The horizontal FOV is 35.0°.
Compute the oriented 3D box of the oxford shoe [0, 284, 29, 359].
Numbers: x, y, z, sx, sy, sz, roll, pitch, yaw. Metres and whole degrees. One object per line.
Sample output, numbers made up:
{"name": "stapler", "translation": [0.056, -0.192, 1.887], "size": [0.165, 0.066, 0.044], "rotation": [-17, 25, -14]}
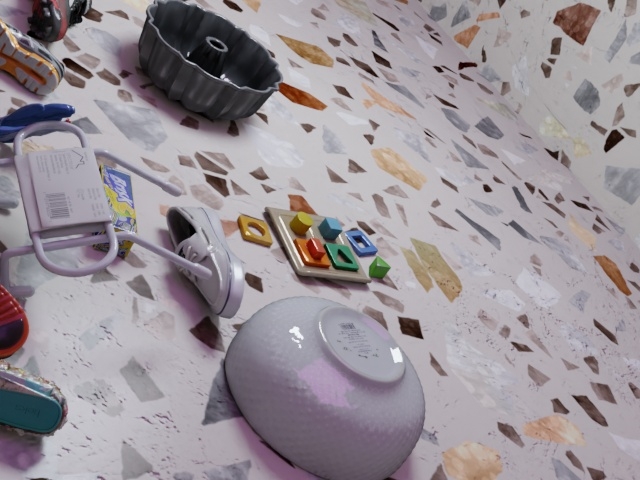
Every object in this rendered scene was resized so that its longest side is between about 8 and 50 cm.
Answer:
{"name": "oxford shoe", "translation": [-0.479, 0.042, 1.294], "size": [0.097, 0.098, 0.271], "rotation": [-33, 89, -31]}

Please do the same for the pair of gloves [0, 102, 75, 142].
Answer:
{"name": "pair of gloves", "translation": [-0.472, -0.187, 1.613], "size": [0.159, 0.198, 0.023], "rotation": [-12, 86, -16]}

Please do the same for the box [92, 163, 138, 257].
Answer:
{"name": "box", "translation": [-0.343, -0.051, 1.674], "size": [0.059, 0.054, 0.169], "rotation": [19, 32, -29]}

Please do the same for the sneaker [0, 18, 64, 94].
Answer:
{"name": "sneaker", "translation": [-0.566, -0.354, 1.875], "size": [0.215, 0.084, 0.083], "rotation": [42, 25, -9]}

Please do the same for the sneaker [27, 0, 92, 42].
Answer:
{"name": "sneaker", "translation": [-0.531, -0.488, 2.089], "size": [0.135, 0.097, 0.276], "rotation": [15, 33, -29]}

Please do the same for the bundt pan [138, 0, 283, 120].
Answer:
{"name": "bundt pan", "translation": [-0.251, -0.378, 2.198], "size": [0.331, 0.124, 0.331], "rotation": [26, 30, -16]}

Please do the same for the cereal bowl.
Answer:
{"name": "cereal bowl", "translation": [0.030, 0.208, 1.594], "size": [0.339, 0.141, 0.339], "rotation": [26, 31, -17]}

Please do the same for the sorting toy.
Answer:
{"name": "sorting toy", "translation": [0.000, 0.000, 1.974], "size": [0.348, 0.047, 0.196], "rotation": [8, 38, -40]}

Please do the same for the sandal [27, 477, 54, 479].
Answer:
{"name": "sandal", "translation": [-0.292, 0.367, 1.098], "size": [0.090, 0.060, 0.219], "rotation": [-8, 64, -44]}

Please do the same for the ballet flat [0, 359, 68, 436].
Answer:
{"name": "ballet flat", "translation": [-0.423, 0.174, 1.239], "size": [0.241, 0.091, 0.077], "rotation": [30, -2, -18]}

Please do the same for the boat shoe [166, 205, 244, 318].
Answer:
{"name": "boat shoe", "translation": [-0.197, 0.027, 1.673], "size": [0.088, 0.096, 0.267], "rotation": [12, 34, -29]}

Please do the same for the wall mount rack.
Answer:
{"name": "wall mount rack", "translation": [-0.331, -0.038, 1.514], "size": [0.304, 0.130, 0.350], "rotation": [-7, 45, -19]}
